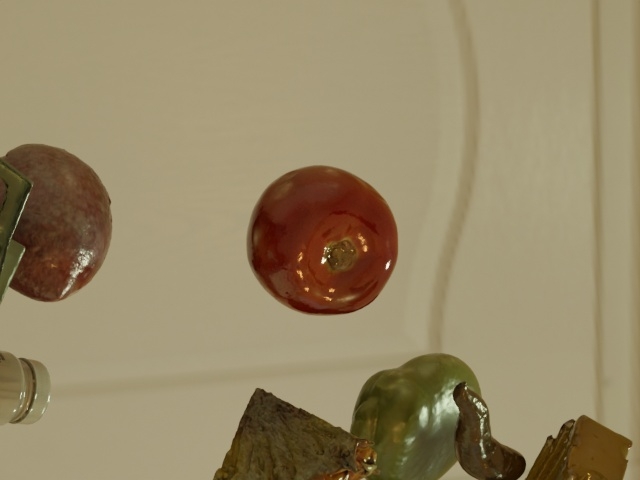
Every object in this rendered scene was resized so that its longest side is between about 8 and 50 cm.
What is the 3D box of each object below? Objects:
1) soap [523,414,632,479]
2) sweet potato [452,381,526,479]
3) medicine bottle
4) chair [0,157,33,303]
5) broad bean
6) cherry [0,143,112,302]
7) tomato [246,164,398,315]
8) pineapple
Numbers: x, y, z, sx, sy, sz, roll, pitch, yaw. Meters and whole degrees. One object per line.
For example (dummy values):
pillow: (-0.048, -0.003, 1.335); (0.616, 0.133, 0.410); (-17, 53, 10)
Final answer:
soap: (0.293, 0.338, 1.756); (0.257, 0.080, 0.160); (-61, -176, 12)
sweet potato: (0.188, 0.241, 1.653); (0.059, 0.069, 0.249); (57, 2, 42)
medicine bottle: (-0.456, 0.190, 1.835); (0.103, 0.187, 0.102); (-13, -108, 42)
chair: (-0.419, -0.018, 1.521); (0.203, 0.191, 0.274); (-12, -127, 64)
broad bean: (0.147, 0.279, 2.147); (0.119, 0.238, 0.291); (32, -4, 35)
cherry: (-0.358, -0.014, 1.805); (0.175, 0.192, 0.249); (-43, -138, 21)
tomato: (0.000, 0.000, 1.733); (0.136, 0.195, 0.195); (-149, -127, -63)
pineapple: (-0.045, 0.288, 1.852); (0.114, 0.237, 0.186); (76, 1, -65)
